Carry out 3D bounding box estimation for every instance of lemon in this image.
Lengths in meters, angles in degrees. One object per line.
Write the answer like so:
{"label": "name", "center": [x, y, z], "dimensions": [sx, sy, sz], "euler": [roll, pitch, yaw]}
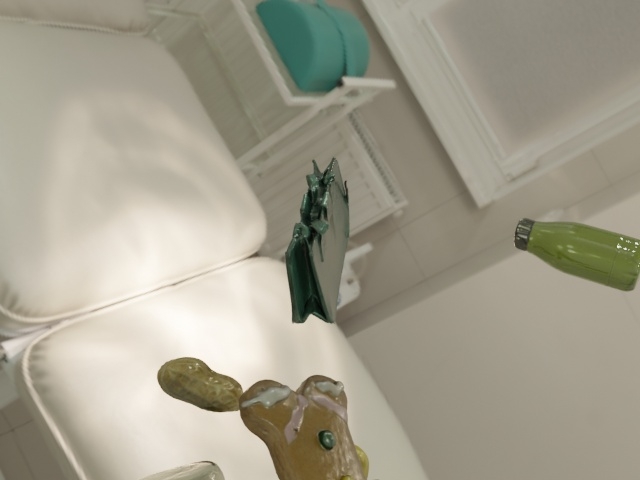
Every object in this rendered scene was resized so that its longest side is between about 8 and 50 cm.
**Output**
{"label": "lemon", "center": [0.055, 0.443, 1.415], "dimensions": [0.082, 0.082, 0.111], "euler": [-84, 177, -46]}

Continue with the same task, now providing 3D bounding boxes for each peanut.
{"label": "peanut", "center": [-0.240, 0.292, 1.480], "dimensions": [0.083, 0.194, 0.094], "euler": [-13, 118, -78]}

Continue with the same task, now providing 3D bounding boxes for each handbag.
{"label": "handbag", "center": [0.001, 0.001, 1.567], "dimensions": [0.327, 0.089, 0.239], "euler": [-75, 162, -46]}

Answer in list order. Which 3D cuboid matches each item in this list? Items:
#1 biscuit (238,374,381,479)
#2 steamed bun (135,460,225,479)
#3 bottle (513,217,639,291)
{"label": "biscuit", "center": [0.037, 0.416, 1.161], "dimensions": [0.283, 0.064, 0.432], "euler": [6, 56, -52]}
{"label": "steamed bun", "center": [-0.303, 0.547, 1.504], "dimensions": [0.177, 0.228, 0.131], "euler": [5, 70, -86]}
{"label": "bottle", "center": [0.537, 0.019, 1.522], "dimensions": [0.112, 0.260, 0.112], "euler": [-43, 143, -45]}
